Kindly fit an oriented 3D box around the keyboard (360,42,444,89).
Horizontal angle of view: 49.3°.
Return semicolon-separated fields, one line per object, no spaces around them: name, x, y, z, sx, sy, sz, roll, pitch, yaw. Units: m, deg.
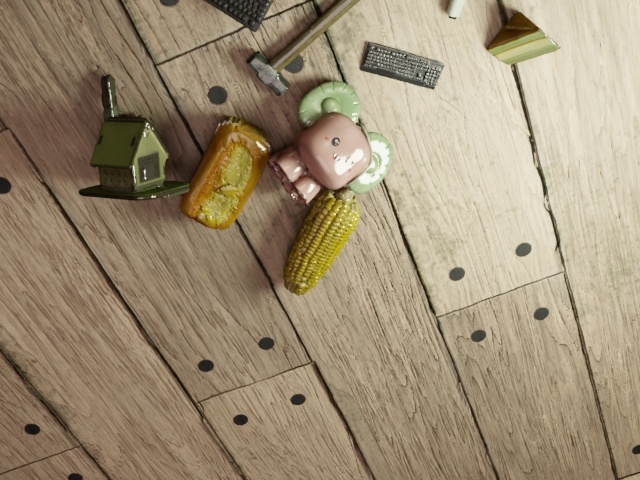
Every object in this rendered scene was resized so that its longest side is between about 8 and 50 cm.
keyboard;0.198;-0.417;1.677;0.196;0.015;0.074;13;119;-12

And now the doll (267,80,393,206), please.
doll;0.019;-0.222;1.698;0.268;0.216;0.284;-38;108;-8

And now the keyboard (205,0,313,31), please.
keyboard;-0.191;-0.541;1.528;0.381;0.041;0.103;28;115;-14

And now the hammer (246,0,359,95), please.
hammer;-0.002;-0.488;1.602;0.365;0.043;0.111;-38;116;15

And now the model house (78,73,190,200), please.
model house;-0.435;-0.240;1.612;0.218;0.205;0.279;7;106;23

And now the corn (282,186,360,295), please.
corn;0.000;0.000;1.842;0.130;0.130;0.347;21;117;-17

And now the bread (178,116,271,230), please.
bread;-0.234;-0.165;1.728;0.152;0.119;0.288;26;115;-15

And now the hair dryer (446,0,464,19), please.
hair dryer;0.323;-0.600;1.540;0.073;0.131;0.236;-9;142;-13

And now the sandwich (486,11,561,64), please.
sandwich;0.464;-0.443;1.601;0.079;0.163;0.113;31;114;-21
